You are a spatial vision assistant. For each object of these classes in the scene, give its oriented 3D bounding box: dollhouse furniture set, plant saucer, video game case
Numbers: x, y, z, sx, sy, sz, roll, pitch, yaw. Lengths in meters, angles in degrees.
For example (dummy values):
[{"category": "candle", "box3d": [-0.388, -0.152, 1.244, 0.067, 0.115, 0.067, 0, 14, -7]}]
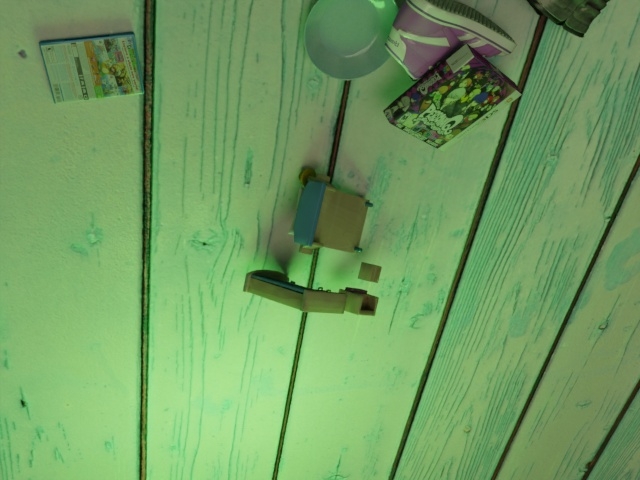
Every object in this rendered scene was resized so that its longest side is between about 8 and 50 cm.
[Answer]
[{"category": "dollhouse furniture set", "box3d": [0.000, 0.000, 1.684, 0.286, 0.198, 0.304, 10, 93, -49]}, {"category": "plant saucer", "box3d": [0.059, -0.405, 1.404, 0.194, 0.037, 0.195, -8, 128, -10]}, {"category": "video game case", "box3d": [0.272, -0.282, 1.489, 0.210, 0.042, 0.232, -37, 151, 26]}, {"category": "video game case", "box3d": [-0.417, -0.317, 1.343, 0.166, 0.015, 0.119, -9, 128, -10]}]

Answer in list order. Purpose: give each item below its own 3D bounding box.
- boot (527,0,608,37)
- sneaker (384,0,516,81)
[{"category": "boot", "box3d": [0.467, -0.538, 1.382, 0.338, 0.118, 0.223, 30, 119, -28]}, {"category": "sneaker", "box3d": [0.246, -0.380, 1.435, 0.282, 0.102, 0.161, 9, 127, -32]}]
